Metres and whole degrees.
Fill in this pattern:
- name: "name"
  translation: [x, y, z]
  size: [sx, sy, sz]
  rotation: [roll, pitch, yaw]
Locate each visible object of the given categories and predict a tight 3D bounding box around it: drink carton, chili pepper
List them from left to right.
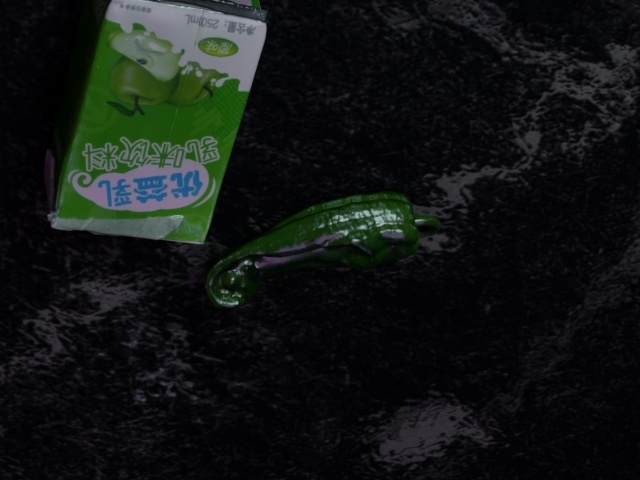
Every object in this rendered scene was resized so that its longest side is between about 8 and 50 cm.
- name: "drink carton"
  translation: [-0.161, -0.135, 1.532]
  size: [0.161, 0.108, 0.271]
  rotation: [7, 123, -19]
- name: "chili pepper"
  translation: [0.001, 0.006, 1.705]
  size: [0.257, 0.074, 0.100]
  rotation: [-14, 131, 1]
